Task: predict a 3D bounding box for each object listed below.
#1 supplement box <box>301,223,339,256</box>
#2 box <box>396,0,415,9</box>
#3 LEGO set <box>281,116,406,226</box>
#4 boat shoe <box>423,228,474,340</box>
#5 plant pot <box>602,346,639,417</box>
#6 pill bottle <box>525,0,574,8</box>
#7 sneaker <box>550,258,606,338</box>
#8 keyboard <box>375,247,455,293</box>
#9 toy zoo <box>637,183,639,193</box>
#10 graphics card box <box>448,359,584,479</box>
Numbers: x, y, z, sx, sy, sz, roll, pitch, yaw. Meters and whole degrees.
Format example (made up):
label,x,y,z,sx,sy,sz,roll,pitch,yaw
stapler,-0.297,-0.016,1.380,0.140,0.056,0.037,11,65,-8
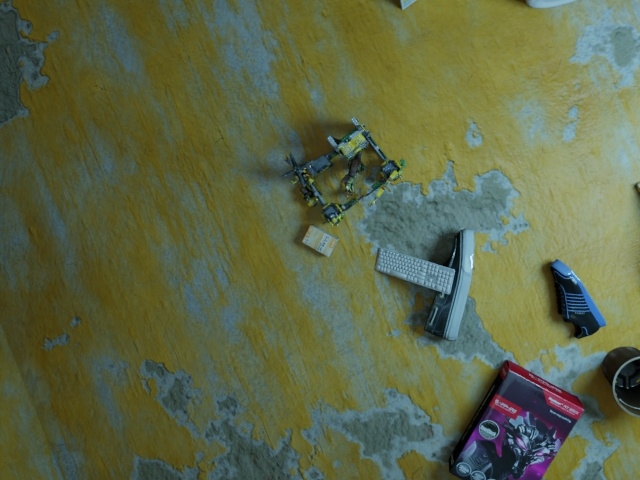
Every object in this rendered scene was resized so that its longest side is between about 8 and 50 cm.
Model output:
label,x,y,z,sx,sy,sz,roll,pitch,yaw
supplement box,0.000,0.000,1.645,0.098,0.036,0.062,29,101,8
box,0.283,-0.759,1.476,0.203,0.114,0.103,-32,88,14
LEGO set,0.069,-0.197,1.532,0.331,0.192,0.255,-28,89,13
boat shoe,0.367,0.126,1.535,0.119,0.121,0.335,11,97,12
plant pot,0.852,0.367,1.432,0.167,0.165,0.167,1,96,12
pill bottle,0.603,-0.809,1.353,0.210,0.210,0.363,-10,93,13
sneaker,0.699,0.167,1.489,0.090,0.081,0.232,-34,89,6
keyboard,0.270,0.085,1.548,0.256,0.014,0.072,18,97,39
toy zoo,1.011,-0.141,1.357,0.293,0.030,0.192,-27,45,13
graphics card box,0.561,0.568,1.550,0.233,0.094,0.371,28,101,8
